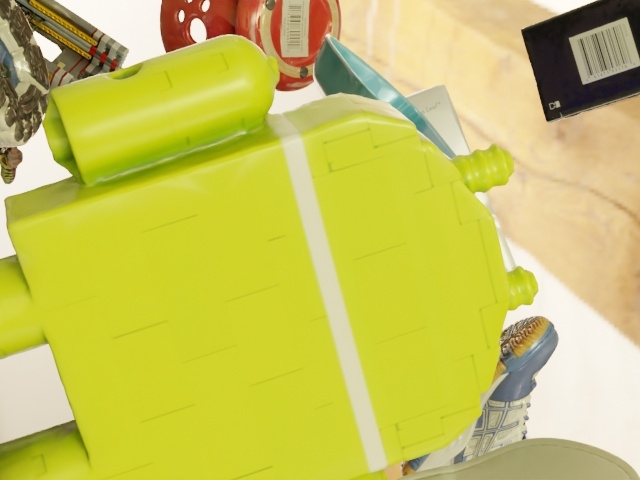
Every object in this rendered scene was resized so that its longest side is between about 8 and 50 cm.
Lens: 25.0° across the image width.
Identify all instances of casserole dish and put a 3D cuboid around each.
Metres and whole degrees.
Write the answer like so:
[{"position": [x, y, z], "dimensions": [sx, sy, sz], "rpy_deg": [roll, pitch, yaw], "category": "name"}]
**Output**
[{"position": [0.045, -0.091, 1.070], "dimensions": [0.037, 0.114, 0.188], "rpy_deg": [-49, -155, 10], "category": "casserole dish"}]

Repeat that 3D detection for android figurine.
[{"position": [-0.032, 0.034, 0.642], "dimensions": [0.056, 0.273, 0.248], "rpy_deg": [-130, -158, -67], "category": "android figurine"}]

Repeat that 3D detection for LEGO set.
[{"position": [-0.349, -0.120, 1.583], "dimensions": [0.255, 0.192, 0.331], "rpy_deg": [-56, -179, 37], "category": "LEGO set"}]

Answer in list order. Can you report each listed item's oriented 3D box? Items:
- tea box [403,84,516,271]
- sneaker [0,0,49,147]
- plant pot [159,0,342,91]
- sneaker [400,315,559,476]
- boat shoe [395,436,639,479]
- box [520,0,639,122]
[{"position": [0.000, 0.000, 1.503], "dimensions": [0.323, 0.329, 0.220], "rpy_deg": [-112, 179, -84], "category": "tea box"}, {"position": [-0.333, -0.210, 1.088], "dimensions": [0.130, 0.147, 0.330], "rpy_deg": [-67, 143, -62], "category": "sneaker"}, {"position": [-0.078, -0.276, 1.822], "dimensions": [0.174, 0.191, 0.191], "rpy_deg": [13, -74, 44], "category": "plant pot"}, {"position": [0.240, 0.235, 1.939], "dimensions": [0.296, 0.131, 0.112], "rpy_deg": [-53, -176, 17], "category": "sneaker"}, {"position": [0.218, 0.290, 1.588], "dimensions": [0.319, 0.099, 0.116], "rpy_deg": [-15, -118, 34], "category": "boat shoe"}, {"position": [0.292, -0.178, 1.297], "dimensions": [0.156, 0.158, 0.093], "rpy_deg": [-16, -89, 41], "category": "box"}]
